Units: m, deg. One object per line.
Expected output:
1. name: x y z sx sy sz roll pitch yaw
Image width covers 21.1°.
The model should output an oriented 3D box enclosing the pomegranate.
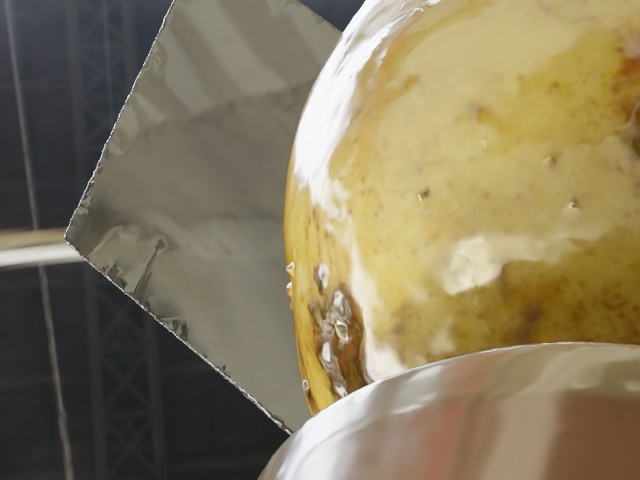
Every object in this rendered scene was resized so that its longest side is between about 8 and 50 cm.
1. pomegranate: 0.113 -0.001 0.657 0.281 0.281 0.281 2 -126 -3

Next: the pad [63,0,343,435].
1. pad: 0.000 0.000 0.902 0.300 0.202 0.005 37 -158 26

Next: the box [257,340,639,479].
1. box: 0.085 0.202 0.465 0.301 0.301 0.216 16 -125 7
